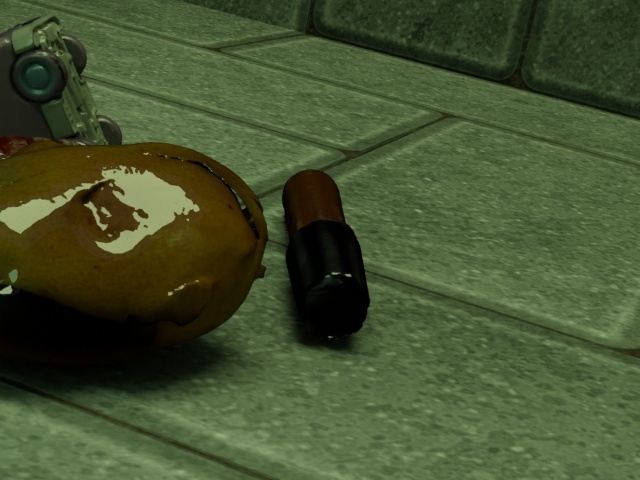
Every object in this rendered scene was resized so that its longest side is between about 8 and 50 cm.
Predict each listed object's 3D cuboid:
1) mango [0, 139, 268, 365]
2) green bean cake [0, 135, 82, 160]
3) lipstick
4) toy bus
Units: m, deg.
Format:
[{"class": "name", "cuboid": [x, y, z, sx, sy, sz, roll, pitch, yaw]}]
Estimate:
[{"class": "mango", "cuboid": [-0.182, 0.007, 1.027, 0.287, 0.152, 0.201, 1, 64, -24]}, {"class": "green bean cake", "cuboid": [-0.268, -0.022, 1.122, 0.135, 0.135, 0.056, -1, 28, -25]}, {"class": "lipstick", "cuboid": [0.000, 0.000, 1.333, 0.077, 0.077, 0.418, 10, 16, -7]}, {"class": "toy bus", "cuboid": [-0.294, -0.115, 1.315, 0.142, 0.202, 0.142, -20, 15, 6]}]
